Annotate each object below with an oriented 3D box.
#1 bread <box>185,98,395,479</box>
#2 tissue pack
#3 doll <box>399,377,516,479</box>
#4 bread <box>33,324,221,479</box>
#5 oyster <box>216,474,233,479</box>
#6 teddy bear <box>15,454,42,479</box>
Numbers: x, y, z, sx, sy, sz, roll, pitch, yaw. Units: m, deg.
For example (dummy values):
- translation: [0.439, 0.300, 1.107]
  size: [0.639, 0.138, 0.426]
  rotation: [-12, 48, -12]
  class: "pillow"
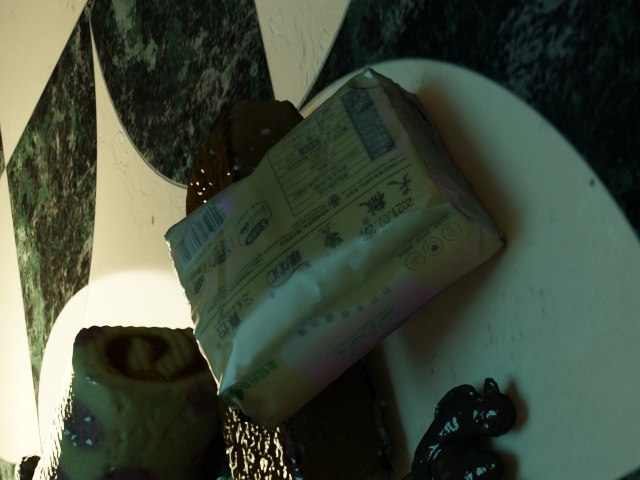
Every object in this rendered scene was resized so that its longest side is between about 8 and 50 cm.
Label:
- translation: [-0.038, 0.077, 1.446]
  size: [0.165, 0.113, 0.416]
  rotation: [-52, 44, 50]
  class: "bread"
- translation: [0.000, 0.000, 1.260]
  size: [0.257, 0.123, 0.215]
  rotation: [-42, 46, 18]
  class: "tissue pack"
- translation: [0.115, 0.189, 1.203]
  size: [0.165, 0.057, 0.139]
  rotation: [-61, 35, 37]
  class: "doll"
- translation: [-0.226, 0.255, 1.743]
  size: [0.155, 0.187, 0.338]
  rotation: [-115, 37, -46]
  class: "bread"
- translation: [-0.065, 0.299, 1.562]
  size: [0.177, 0.064, 0.125]
  rotation: [-42, 68, 44]
  class: "oyster"
- translation: [-0.363, 0.369, 2.024]
  size: [0.140, 0.190, 0.177]
  rotation: [26, -137, -87]
  class: "teddy bear"
